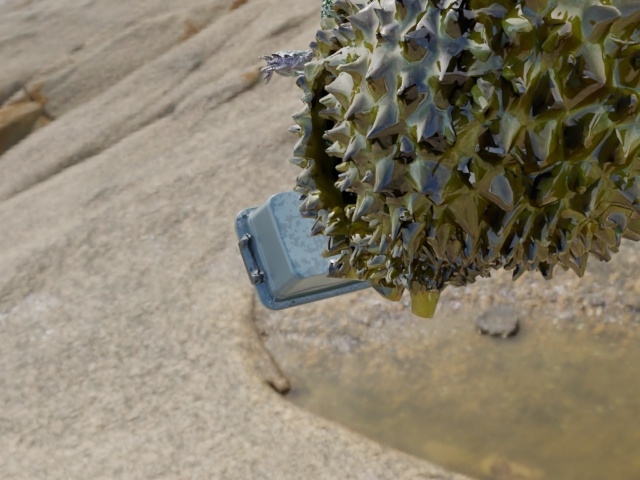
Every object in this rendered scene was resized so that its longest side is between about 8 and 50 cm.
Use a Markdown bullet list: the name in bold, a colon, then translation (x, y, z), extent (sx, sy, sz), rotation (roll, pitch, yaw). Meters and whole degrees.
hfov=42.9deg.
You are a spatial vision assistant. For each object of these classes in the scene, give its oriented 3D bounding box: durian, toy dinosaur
- **durian**: translation (0.098, -0.089, 0.514), extent (0.258, 0.258, 0.293), rotation (-33, -6, -36)
- **toy dinosaur**: translation (-0.055, -0.268, 1.241), extent (0.082, 0.039, 0.209), rotation (-5, 1, -23)

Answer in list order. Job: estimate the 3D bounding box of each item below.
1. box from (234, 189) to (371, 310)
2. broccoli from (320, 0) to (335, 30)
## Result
- **box**: translation (0.000, 0.000, 1.203), extent (0.227, 0.162, 0.130), rotation (-12, -16, -29)
- **broccoli**: translation (0.147, -0.384, 1.304), extent (0.307, 0.275, 0.308), rotation (-7, 65, 15)
